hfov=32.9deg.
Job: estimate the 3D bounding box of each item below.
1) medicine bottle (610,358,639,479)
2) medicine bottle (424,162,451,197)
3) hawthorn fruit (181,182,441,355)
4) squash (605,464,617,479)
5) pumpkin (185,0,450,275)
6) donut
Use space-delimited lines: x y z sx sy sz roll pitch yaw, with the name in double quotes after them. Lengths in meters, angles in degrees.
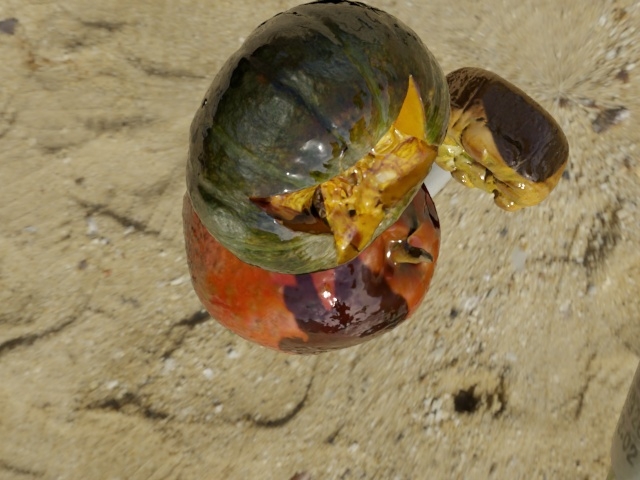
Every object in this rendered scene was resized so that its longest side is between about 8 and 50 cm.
0.440 0.108 1.079 0.219 0.219 0.388 13 124 10 "medicine bottle"
0.037 -0.186 1.792 0.282 0.123 0.375 -45 85 2 "medicine bottle"
0.000 0.000 1.205 0.300 0.275 0.275 7 100 40 "hawthorn fruit"
0.563 0.247 1.457 0.263 0.263 0.384 29 71 7 "squash"
-0.005 -0.085 0.883 0.159 0.238 0.238 44 105 22 "pumpkin"
0.234 -0.138 1.485 0.226 0.226 0.114 38 83 5 "donut"
